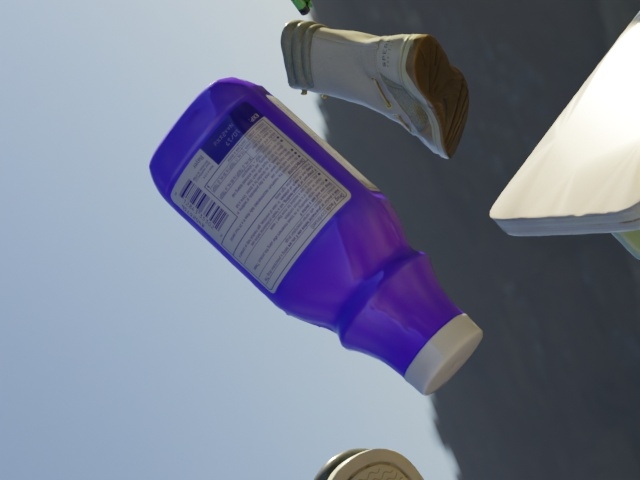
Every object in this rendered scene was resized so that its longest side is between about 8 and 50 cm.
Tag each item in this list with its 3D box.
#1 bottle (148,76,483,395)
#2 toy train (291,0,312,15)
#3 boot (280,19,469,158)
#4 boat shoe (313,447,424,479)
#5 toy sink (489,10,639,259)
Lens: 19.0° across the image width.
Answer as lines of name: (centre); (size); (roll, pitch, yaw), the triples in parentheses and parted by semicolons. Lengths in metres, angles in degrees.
bottle: (0.000, 0.000, 1.456); (0.283, 0.118, 0.092); (42, -167, 16)
toy train: (-0.030, -0.222, 1.632); (0.083, 0.017, 0.024); (49, -154, -44)
boot: (0.058, -0.159, 1.978); (0.213, 0.165, 0.077); (52, -127, -61)
boat shoe: (0.022, 0.203, 0.876); (0.079, 0.084, 0.233); (12, 116, 54)
toy sink: (0.235, -0.057, 1.068); (0.131, 0.234, 0.153); (45, 160, -18)
